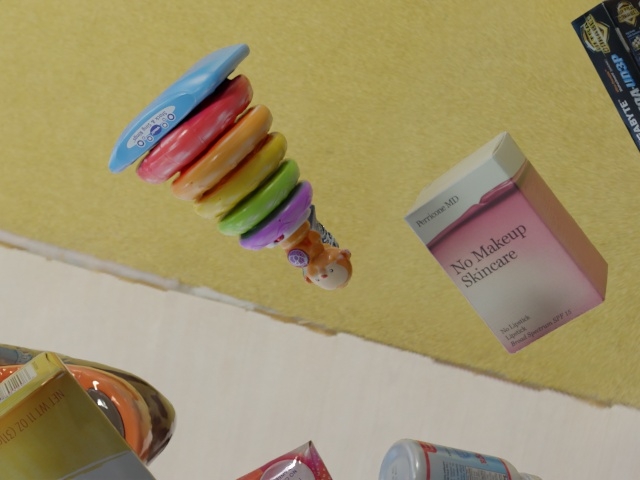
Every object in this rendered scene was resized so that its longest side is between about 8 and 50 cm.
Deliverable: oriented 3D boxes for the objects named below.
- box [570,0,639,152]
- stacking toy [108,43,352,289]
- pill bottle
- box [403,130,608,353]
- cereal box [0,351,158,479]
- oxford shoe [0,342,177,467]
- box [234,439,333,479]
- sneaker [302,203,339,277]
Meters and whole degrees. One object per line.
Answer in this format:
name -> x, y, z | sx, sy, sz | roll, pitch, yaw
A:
box -> 0.407, -0.213, 1.087 | 0.051, 0.220, 0.175 | -28, 89, 54
stacking toy -> -0.072, -0.052, 1.053 | 0.175, 0.165, 0.302 | -36, 104, 25
pill bottle -> 0.143, 0.253, 0.932 | 0.160, 0.087, 0.087 | 15, 100, -20
box -> 0.242, 0.002, 1.215 | 0.149, 0.127, 0.232 | -36, 96, 27
cereal box -> -0.115, 0.194, 0.416 | 0.173, 0.047, 0.240 | -40, 110, -16
oxford shoe -> -0.291, 0.134, 0.740 | 0.364, 0.133, 0.130 | 9, 89, 12
box -> -0.027, 0.291, 0.675 | 0.154, 0.300, 0.142 | -25, 56, -12
sneaker -> 0.000, 0.000, 1.421 | 0.058, 0.052, 0.135 | -1, 127, 8
